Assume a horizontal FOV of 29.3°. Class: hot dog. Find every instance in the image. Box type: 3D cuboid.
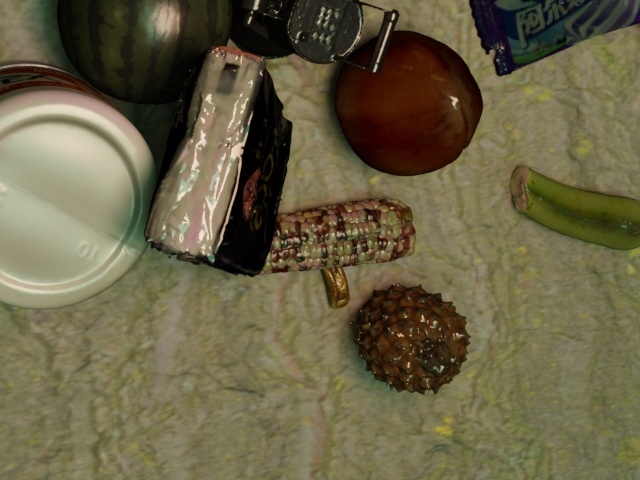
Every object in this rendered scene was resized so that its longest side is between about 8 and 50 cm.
[{"bbox_3d":[0.022,0.058,1.725,0.030,0.034,0.090,-20,114,-14],"label":"hot dog"}]

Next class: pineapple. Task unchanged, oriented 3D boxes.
[{"bbox_3d":[0.131,0.141,1.706,0.166,0.193,0.166,-4,100,-21],"label":"pineapple"}]

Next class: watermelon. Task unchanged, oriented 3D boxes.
[{"bbox_3d":[-0.205,-0.267,1.437,0.212,0.212,0.212,-6,109,-20],"label":"watermelon"}]

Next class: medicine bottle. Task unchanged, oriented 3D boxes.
[{"bbox_3d":[-0.333,-0.070,1.430,0.253,0.241,0.252,-6,108,-20],"label":"medicine bottle"}]

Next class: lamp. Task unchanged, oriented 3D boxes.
[{"bbox_3d":[-0.031,-0.279,1.489,0.172,0.227,0.147,15,101,-25],"label":"lamp"}]

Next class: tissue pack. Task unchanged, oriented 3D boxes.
[{"bbox_3d":[-0.107,-0.085,1.448,0.123,0.332,0.245,15,87,3],"label":"tissue pack"}]

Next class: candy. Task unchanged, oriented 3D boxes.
[{"bbox_3d":[0.348,-0.332,1.689,0.275,0.070,0.145,-19,113,7],"label":"candy"}]

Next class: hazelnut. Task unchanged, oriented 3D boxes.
[{"bbox_3d":[0.125,-0.178,1.597,0.208,0.208,0.208,-6,109,-20],"label":"hazelnut"}]

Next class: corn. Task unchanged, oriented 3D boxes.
[{"bbox_3d":[0.000,0.000,1.671,0.281,0.092,0.092,-9,109,-16],"label":"corn"}]

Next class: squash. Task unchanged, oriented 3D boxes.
[{"bbox_3d":[0.390,-0.043,1.817,0.250,0.083,0.083,16,100,-22],"label":"squash"}]
